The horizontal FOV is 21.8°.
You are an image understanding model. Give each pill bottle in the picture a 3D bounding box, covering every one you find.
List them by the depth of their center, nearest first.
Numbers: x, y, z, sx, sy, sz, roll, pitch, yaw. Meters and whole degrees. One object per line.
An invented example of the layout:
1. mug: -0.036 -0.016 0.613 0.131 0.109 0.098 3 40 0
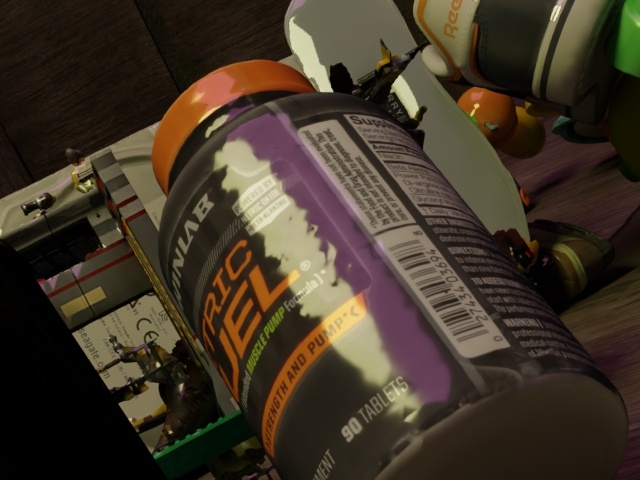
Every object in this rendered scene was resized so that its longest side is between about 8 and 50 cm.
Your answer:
1. pill bottle: 0.012 0.025 0.706 0.130 0.130 0.245 -28 49 -9

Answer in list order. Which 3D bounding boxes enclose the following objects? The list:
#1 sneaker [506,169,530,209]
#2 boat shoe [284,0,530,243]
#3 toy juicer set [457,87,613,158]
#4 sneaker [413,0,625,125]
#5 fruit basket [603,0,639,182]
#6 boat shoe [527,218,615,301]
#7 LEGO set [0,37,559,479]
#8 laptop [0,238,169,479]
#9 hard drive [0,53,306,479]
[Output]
1. sneaker: 0.094 -0.021 1.614 0.221 0.087 0.083 -29 5 -21
2. boat shoe: 0.064 -0.048 1.183 0.113 0.306 0.105 -31 -25 1
3. toy juicer set: 0.282 -0.118 1.677 0.329 0.089 0.209 0 -20 -38
4. sneaker: 0.151 -0.156 1.153 0.127 0.126 0.321 20 7 14
5. fruit basket: 0.341 -0.151 1.100 0.283 0.392 0.392 20 29 24
6. boat shoe: 0.164 0.012 1.186 0.049 0.056 0.152 -23 14 -12
7. LEGO set: -0.057 0.031 0.930 0.331 0.192 0.255 -30 -20 -4
8. laptop: -0.231 0.166 0.719 0.382 0.408 0.236 -27 39 -1
9. hard drive: -0.080 0.023 1.229 0.339 0.237 0.064 -29 -1 -26
